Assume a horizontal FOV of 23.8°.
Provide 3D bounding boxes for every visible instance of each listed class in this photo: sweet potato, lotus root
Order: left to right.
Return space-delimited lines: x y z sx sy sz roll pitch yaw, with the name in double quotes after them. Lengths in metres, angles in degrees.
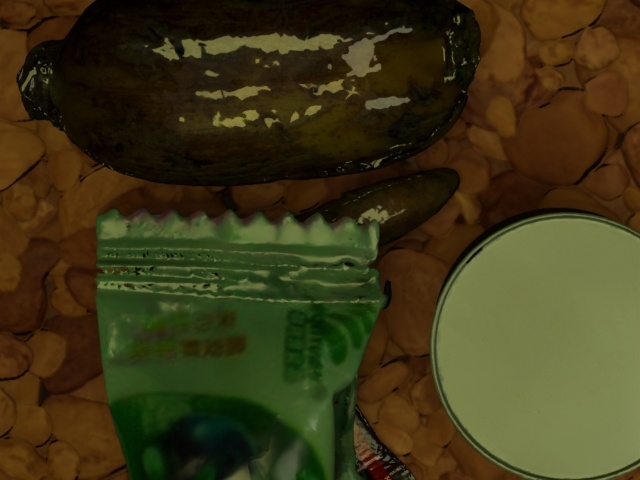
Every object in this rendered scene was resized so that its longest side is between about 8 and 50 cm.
-0.060 -0.145 1.310 0.398 0.179 0.195 -3 91 5 "lotus root"
0.000 0.000 1.365 0.273 0.075 0.075 -27 90 6 "sweet potato"

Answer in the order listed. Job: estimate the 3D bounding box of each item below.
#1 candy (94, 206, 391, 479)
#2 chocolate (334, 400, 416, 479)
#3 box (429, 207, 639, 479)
-0.070 0.170 1.297 0.263 0.172 0.397 0 92 -1 "candy"
0.009 0.174 1.397 0.086 0.028 0.182 -36 91 1 "chocolate"
0.209 0.085 1.309 0.226 0.149 0.226 0 93 6 "box"
